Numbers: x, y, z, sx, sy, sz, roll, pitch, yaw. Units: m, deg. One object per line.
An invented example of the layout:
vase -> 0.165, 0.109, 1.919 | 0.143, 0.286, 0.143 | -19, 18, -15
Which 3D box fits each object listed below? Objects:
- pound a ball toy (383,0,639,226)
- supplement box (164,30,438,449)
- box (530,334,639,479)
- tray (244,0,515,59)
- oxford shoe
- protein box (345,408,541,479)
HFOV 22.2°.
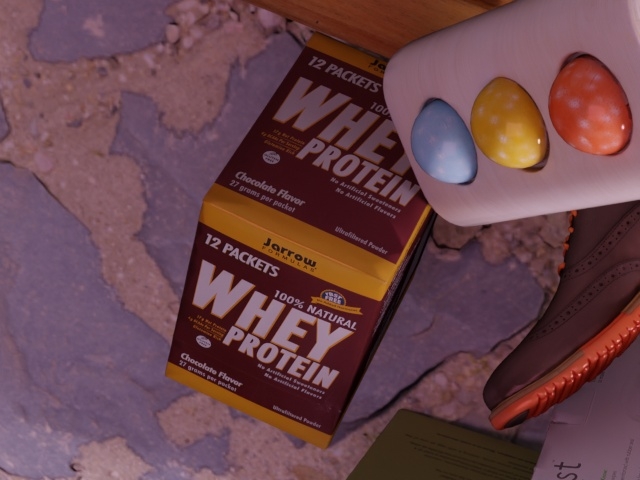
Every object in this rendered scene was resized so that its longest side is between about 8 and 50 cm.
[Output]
pound a ball toy -> 0.170, -0.048, 0.913 | 0.319, 0.136, 0.208 | -8, 107, 66
supplement box -> 0.000, 0.000, 1.132 | 0.129, 0.191, 0.194 | 24, 138, 6
box -> 0.271, 0.172, 1.111 | 0.231, 0.262, 0.126 | 3, 117, 17
tray -> -0.012, -0.257, 1.103 | 0.411, 0.076, 0.202 | 23, 121, 8
oxford shoe -> 0.193, 0.016, 1.101 | 0.098, 0.271, 0.097 | 43, 166, 12
protein box -> 0.106, 0.259, 1.236 | 0.200, 0.201, 0.136 | 15, 120, 20
